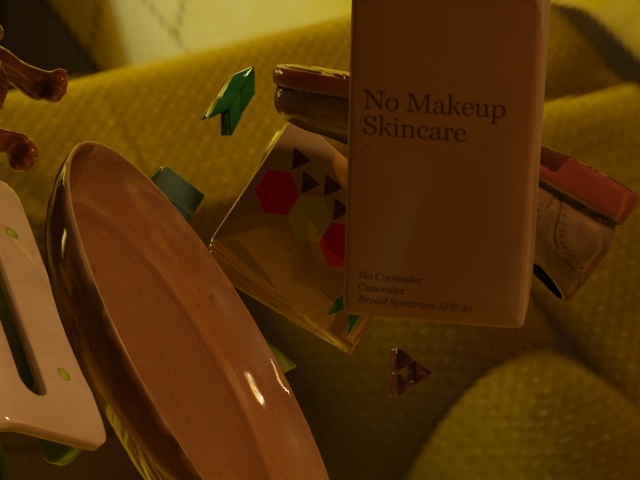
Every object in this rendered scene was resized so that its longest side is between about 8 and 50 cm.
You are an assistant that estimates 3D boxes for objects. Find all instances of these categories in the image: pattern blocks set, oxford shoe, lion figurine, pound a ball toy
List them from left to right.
[{"bbox_3d":[-0.381,-0.189,1.724,0.392,0.240,0.142,31,95,46],"label":"lion figurine"},{"bbox_3d":[-0.292,0.116,1.363,0.208,0.136,0.319,-45,47,23],"label":"pound a ball toy"},{"bbox_3d":[0.000,0.000,1.644,0.325,0.285,0.026,48,159,-21],"label":"pattern blocks set"},{"bbox_3d":[0.104,-0.046,1.570,0.130,0.348,0.123,-66,20,5],"label":"oxford shoe"}]

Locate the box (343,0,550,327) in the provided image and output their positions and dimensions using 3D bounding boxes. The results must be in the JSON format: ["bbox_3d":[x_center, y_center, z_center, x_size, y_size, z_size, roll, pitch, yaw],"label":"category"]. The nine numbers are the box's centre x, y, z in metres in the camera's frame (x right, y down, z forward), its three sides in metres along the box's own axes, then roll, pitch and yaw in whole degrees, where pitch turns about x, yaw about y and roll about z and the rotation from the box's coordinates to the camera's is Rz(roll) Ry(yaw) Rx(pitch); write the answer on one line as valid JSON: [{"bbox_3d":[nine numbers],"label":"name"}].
[{"bbox_3d":[0.096,-0.102,1.409,0.121,0.148,0.311,-67,-21,-65],"label":"box"}]

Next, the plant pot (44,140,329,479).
[{"bbox_3d":[-0.063,0.063,0.878,0.236,0.032,0.236,57,-171,-15],"label":"plant pot"}]
